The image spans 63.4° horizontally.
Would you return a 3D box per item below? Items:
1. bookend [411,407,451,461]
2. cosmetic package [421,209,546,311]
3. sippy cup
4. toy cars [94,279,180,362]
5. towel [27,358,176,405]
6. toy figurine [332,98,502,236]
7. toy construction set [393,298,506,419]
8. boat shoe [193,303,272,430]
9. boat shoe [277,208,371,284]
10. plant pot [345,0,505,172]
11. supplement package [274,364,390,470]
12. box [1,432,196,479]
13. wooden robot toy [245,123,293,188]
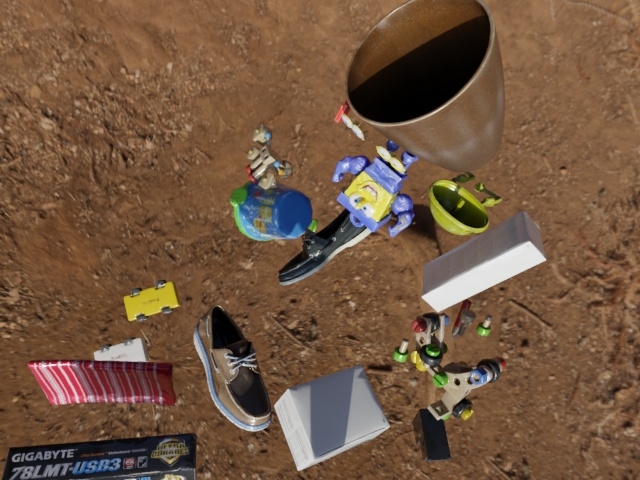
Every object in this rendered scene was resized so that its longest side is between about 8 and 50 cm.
[{"bbox_3d":[0.349,0.634,1.648,0.072,0.156,0.157,-2,55,-3],"label":"bookend"},{"bbox_3d":[0.310,0.045,1.009,0.060,0.239,0.099,43,37,-18],"label":"cosmetic package"},{"bbox_3d":[-0.152,-0.102,1.821,0.305,0.224,0.240,-22,111,-33],"label":"sippy cup"},{"bbox_3d":[-0.563,0.276,1.631,0.176,0.087,0.394,34,98,16],"label":"toy cars"},{"bbox_3d":[-0.444,0.302,1.088,0.274,0.199,0.031,4,52,-11],"label":"towel"},{"bbox_3d":[0.150,-0.096,1.057,0.362,0.217,0.191,42,38,11],"label":"toy figurine"},{"bbox_3d":[0.345,0.329,1.391,0.257,0.238,0.309,23,32,18],"label":"toy construction set"},{"bbox_3d":[-0.117,0.162,0.682,0.066,0.066,0.183,-10,47,-39],"label":"boat shoe"},{"bbox_3d":[0.002,0.000,1.526,0.339,0.127,0.113,-32,108,-5],"label":"boat shoe"},{"bbox_3d":[0.187,-0.203,0.776,0.230,0.215,0.216,35,65,-48],"label":"plant pot"},{"bbox_3d":[0.031,0.517,1.532,0.261,0.145,0.204,-9,60,-31],"label":"supplement package"},{"bbox_3d":[-0.370,0.445,0.931,0.292,0.296,0.074,-1,48,-13],"label":"box"},{"bbox_3d":[-0.091,-0.142,0.986,0.079,0.076,0.173,29,29,-39],"label":"wooden robot toy"}]
